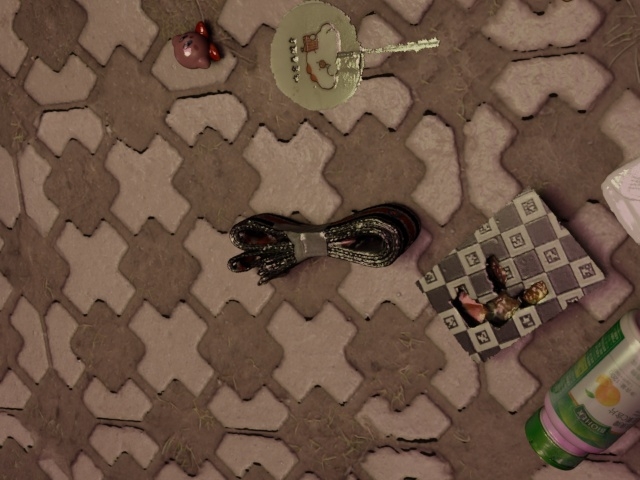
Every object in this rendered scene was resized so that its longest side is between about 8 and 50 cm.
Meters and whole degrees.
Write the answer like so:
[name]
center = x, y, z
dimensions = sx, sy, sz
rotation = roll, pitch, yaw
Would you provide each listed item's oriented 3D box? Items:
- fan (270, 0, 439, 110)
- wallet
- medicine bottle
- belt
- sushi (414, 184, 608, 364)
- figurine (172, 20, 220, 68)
[fan]
center = 0.051, -0.319, 1.907
dimensions = 0.329, 0.009, 0.191
rotation = 1, 103, 30
[wallet]
center = 0.521, -0.080, 1.690
dimensions = 0.183, 0.032, 0.124
rotation = -32, 88, 30
[medicine bottle]
center = 0.444, 0.241, 1.757
dimensions = 0.133, 0.133, 0.274
rotation = 45, 121, 12
[belt]
center = 0.000, 0.000, 1.969
dimensions = 0.359, 0.094, 0.126
rotation = -8, 97, 30
[sushi]
center = 0.310, 0.063, 1.838
dimensions = 0.279, 0.043, 0.192
rotation = -43, 80, 31
[figurine]
center = -0.228, -0.342, 2.025
dimensions = 0.083, 0.071, 0.067
rotation = 57, 163, 15
